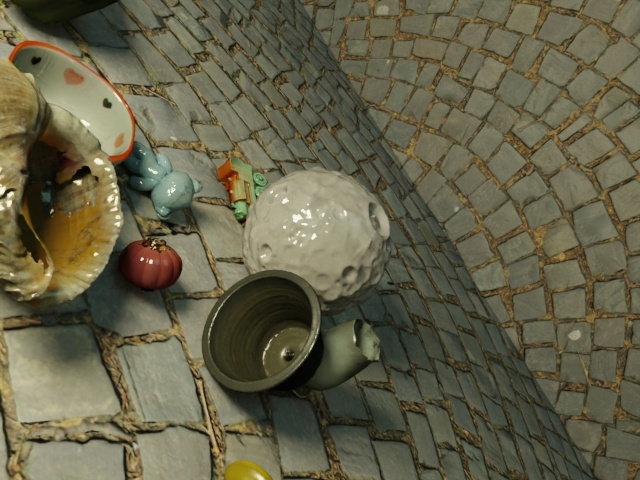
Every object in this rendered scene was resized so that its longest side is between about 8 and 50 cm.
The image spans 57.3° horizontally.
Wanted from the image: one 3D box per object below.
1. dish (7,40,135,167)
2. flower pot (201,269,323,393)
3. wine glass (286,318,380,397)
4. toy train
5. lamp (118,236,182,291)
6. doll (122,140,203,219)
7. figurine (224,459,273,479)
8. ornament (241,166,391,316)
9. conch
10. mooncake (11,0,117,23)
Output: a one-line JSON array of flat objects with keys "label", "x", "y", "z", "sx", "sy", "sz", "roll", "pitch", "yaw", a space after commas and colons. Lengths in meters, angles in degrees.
[{"label": "dish", "x": -0.455, "y": -0.209, "z": 1.018, "sx": 0.256, "sy": 0.117, "sz": 0.256, "roll": 40, "pitch": 28, "yaw": -26}, {"label": "flower pot", "x": -0.085, "y": 0.190, "z": 1.087, "sx": 0.148, "sy": 0.235, "sz": 0.235, "roll": 56, "pitch": 14, "yaw": -50}, {"label": "wine glass", "x": 0.016, "y": 0.238, "z": 1.177, "sx": 0.111, "sy": 0.204, "sz": 0.111, "roll": 41, "pitch": 31, "yaw": -32}, {"label": "toy train", "x": -0.186, "y": -0.112, "z": 1.435, "sx": 0.118, "sy": 0.074, "sz": 0.176, "roll": 20, "pitch": 45, "yaw": -36}, {"label": "lamp", "x": -0.293, "y": 0.042, "z": 1.012, "sx": 0.107, "sy": 0.092, "sz": 0.107, "roll": 18, "pitch": 12, "yaw": -4}, {"label": "doll", "x": -0.336, "y": -0.123, "z": 1.197, "sx": 0.180, "sy": 0.075, "sz": 0.120, "roll": 38, "pitch": 62, "yaw": 10}, {"label": "figurine", "x": -0.129, "y": 0.412, "z": 0.758, "sx": 0.215, "sy": 0.215, "sz": 0.228, "roll": 56, "pitch": 39, "yaw": 4}, {"label": "ornament", "x": 0.000, "y": 0.000, "z": 1.302, "sx": 0.337, "sy": 0.337, "sz": 0.337, "roll": 41, "pitch": 28, "yaw": -27}, {"label": "conch", "x": -0.430, "y": -0.071, "z": 0.810, "sx": 0.297, "sy": 0.210, "sz": 0.352, "roll": 5, "pitch": 75, "yaw": -59}, {"label": "mooncake", "x": -0.557, "y": -0.622, "z": 1.163, "sx": 0.356, "sy": 0.194, "sz": 0.356, "roll": 160, "pitch": -90, "yaw": -89}]
